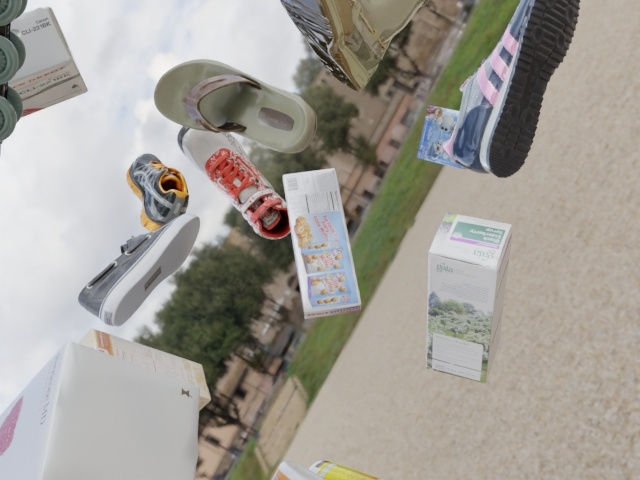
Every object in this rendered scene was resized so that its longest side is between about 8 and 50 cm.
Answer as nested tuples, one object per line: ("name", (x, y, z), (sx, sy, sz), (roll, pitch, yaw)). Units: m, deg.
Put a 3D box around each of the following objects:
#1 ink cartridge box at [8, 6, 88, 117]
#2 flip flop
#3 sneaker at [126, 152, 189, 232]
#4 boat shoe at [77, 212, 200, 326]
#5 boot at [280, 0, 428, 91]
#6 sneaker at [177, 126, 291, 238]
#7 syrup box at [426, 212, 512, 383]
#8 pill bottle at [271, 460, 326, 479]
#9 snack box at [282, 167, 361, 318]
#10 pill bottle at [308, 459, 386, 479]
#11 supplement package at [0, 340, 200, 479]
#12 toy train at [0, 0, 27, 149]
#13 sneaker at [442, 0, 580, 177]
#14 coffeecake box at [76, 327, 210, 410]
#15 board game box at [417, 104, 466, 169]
("ink cartridge box", (-0.586, -0.339, 1.520), (0.197, 0.114, 0.273), (-25, 2, -11))
("flip flop", (-0.136, -0.197, 1.133), (0.080, 0.277, 0.112), (-15, -55, -61))
("sneaker", (-0.260, -0.090, 1.271), (0.083, 0.084, 0.215), (-56, 39, 21))
("boat shoe", (-0.255, 0.029, 1.087), (0.228, 0.076, 0.080), (-56, -16, -40))
("boot", (0.048, -0.264, 0.775), (0.165, 0.077, 0.213), (-50, -25, -2))
("sneaker", (-0.142, -0.106, 1.395), (0.090, 0.145, 0.270), (-42, -44, -2))
("syrup box", (0.206, 0.084, 1.079), (0.096, 0.093, 0.237), (-58, -28, -44))
("pill bottle", (-0.068, 0.512, 1.353), (0.216, 0.121, 0.121), (-61, -3, -6))
("snack box", (0.000, 0.000, 0.878), (0.022, 0.064, 0.178), (93, 169, -63))
("pill bottle", (0.071, 0.530, 1.559), (0.117, 0.215, 0.117), (-10, -77, -51))
("supplement package", (-0.291, 0.280, 0.883), (0.293, 0.175, 0.177), (-42, 35, 32))
("toy train", (-0.549, -0.287, 1.154), (0.142, 0.190, 0.334), (-123, 40, -64))
("sneaker", (0.267, -0.253, 1.117), (0.131, 0.112, 0.319), (21, 87, 52))
("coffeecake box", (-0.267, 0.209, 1.028), (0.142, 0.185, 0.068), (-44, 44, 19))
("board game box", (0.209, -0.170, 1.262), (0.020, 0.090, 0.090), (-4, -72, -54))
